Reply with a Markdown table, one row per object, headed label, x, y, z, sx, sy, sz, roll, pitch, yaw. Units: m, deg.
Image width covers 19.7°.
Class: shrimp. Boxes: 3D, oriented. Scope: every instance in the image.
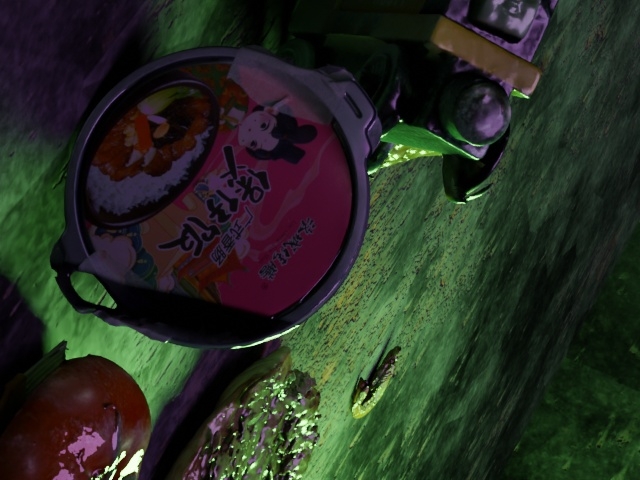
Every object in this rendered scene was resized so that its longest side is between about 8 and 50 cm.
| label | x | y | z | sx | sy | sz | roll | pitch | yaw |
| --- | --- | --- | --- | --- | --- | --- | --- | --- | --- |
| shrimp | 0.081 | 0.203 | 2.690 | 0.127 | 0.025 | 0.091 | -59 | 160 | -13 |

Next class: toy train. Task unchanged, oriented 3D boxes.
| label | x | y | z | sx | sy | sz | roll | pitch | yaw |
| --- | --- | --- | --- | --- | --- | --- | --- | --- | --- |
| toy train | 0.084 | -0.188 | 1.757 | 0.253 | 0.160 | 0.397 | -65 | -155 | -3 |

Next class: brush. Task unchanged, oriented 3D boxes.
| label | x | y | z | sx | sy | sz | roll | pitch | yaw |
| --- | --- | --- | --- | --- | --- | --- | --- | --- | --- |
| brush | -0.313 | 0.196 | 1.589 | 0.314 | 0.017 | 0.090 | -45 | 150 | -47 |

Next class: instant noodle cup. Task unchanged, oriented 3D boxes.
| label | x | y | z | sx | sy | sz | roll | pitch | yaw |
| --- | --- | --- | --- | --- | --- | --- | --- | --- | --- |
| instant noodle cup | -0.085 | -0.024 | 1.623 | 0.302 | 0.258 | 0.181 | -23 | 171 | -3 |

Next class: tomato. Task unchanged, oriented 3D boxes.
| label | x | y | z | sx | sy | sz | roll | pitch | yaw |
| --- | --- | --- | --- | --- | --- | --- | --- | --- | --- |
| tomato | -0.233 | 0.222 | 1.670 | 0.236 | 0.095 | 0.236 | -53 | 165 | -21 |

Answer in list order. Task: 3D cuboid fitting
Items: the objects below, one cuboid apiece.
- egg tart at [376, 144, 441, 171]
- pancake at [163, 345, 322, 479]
| label | x | y | z | sx | sy | sz | roll | pitch | yaw |
| --- | --- | --- | --- | --- | --- | --- | --- | --- | --- |
| egg tart | 0.143 | -0.203 | 2.048 | 0.341 | 0.132 | 0.341 | -156 | -90 | -85 |
| pancake | -0.106 | 0.300 | 2.213 | 0.382 | 0.071 | 0.382 | -54 | 157 | -35 |
